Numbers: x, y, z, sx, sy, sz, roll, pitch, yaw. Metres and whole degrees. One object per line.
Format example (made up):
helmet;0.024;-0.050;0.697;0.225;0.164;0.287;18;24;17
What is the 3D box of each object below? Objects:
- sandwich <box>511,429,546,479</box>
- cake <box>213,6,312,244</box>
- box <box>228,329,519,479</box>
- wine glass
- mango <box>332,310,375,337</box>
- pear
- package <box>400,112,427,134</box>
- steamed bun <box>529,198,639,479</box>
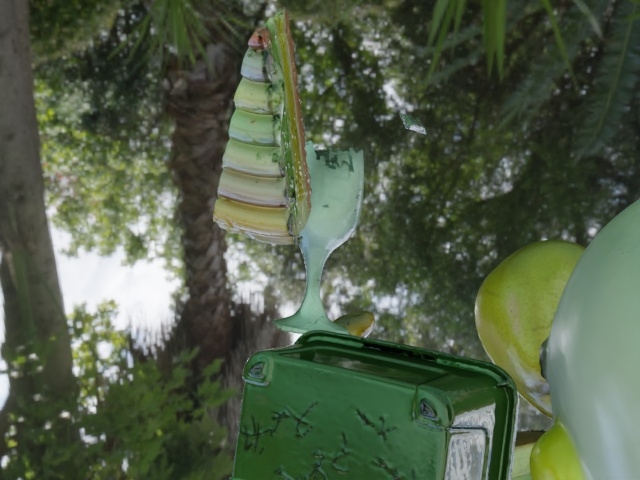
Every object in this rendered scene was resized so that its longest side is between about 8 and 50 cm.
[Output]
sandwich;0.331;0.423;1.509;0.186;0.108;0.220;-9;171;-20
cake;-0.064;-0.111;0.812;0.090;0.225;0.109;1;-158;13
box;0.053;0.249;0.979;0.329;0.252;0.178;6;176;31
wine glass;0.000;0.000;1.320;0.144;0.321;0.143;5;179;0
mango;0.063;0.172;1.595;0.079;0.057;0.114;-7;-165;43
pear;0.427;0.156;1.449;0.285;0.284;0.336;-8;-138;-17
package;0.169;-0.213;1.477;0.037;0.015;0.110;59;-157;11
steamed bun;0.310;0.127;0.530;0.334;0.373;0.334;-17;-162;6
